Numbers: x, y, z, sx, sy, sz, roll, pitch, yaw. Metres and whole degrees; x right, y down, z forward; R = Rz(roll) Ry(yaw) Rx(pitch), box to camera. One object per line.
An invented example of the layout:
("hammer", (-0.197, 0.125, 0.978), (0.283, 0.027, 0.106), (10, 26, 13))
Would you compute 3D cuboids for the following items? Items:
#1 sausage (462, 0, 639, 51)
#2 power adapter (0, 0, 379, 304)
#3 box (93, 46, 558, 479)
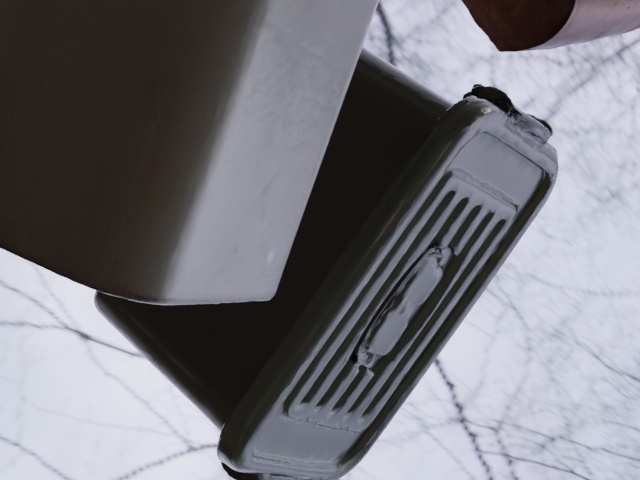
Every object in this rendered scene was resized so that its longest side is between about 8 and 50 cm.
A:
("sausage", (0.130, -0.124, 0.863), (0.065, 0.169, 0.065), (11, -72, 36))
("power adapter", (-0.054, -0.093, 0.685), (0.130, 0.125, 0.204), (25, -80, 24))
("box", (0.000, 0.000, 1.030), (0.135, 0.163, 0.243), (38, -82, 25))
